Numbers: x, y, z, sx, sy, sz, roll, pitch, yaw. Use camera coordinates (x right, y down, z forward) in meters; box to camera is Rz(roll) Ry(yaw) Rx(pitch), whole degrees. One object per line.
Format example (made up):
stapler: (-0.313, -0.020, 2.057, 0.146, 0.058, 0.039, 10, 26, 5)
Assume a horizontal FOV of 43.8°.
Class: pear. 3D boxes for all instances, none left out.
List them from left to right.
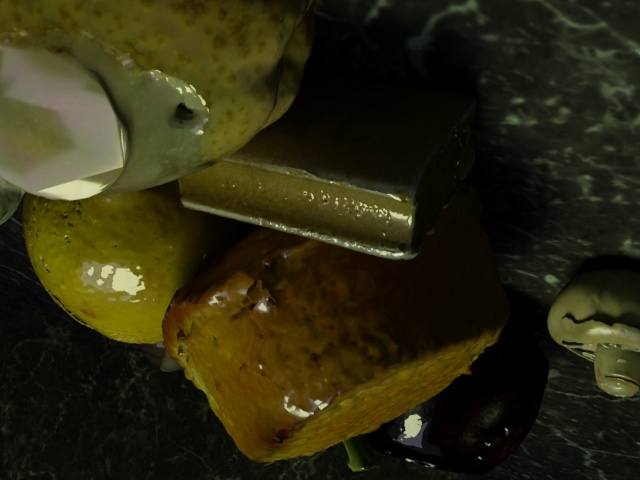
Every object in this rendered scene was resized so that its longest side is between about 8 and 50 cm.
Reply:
pear: (-0.131, -0.155, 0.523, 0.271, 0.271, 0.271, 21, 161, 8)

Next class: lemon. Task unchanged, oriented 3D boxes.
lemon: (-0.200, -0.017, 0.901, 0.257, 0.258, 0.310, 20, 164, 10)

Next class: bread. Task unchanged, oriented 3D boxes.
bread: (0.020, 0.089, 0.803, 0.336, 0.204, 0.358, -15, 161, -18)

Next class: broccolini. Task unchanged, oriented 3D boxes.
broccolini: (-0.044, 0.127, 1.036, 0.078, 0.392, 0.074, -5, 149, -41)

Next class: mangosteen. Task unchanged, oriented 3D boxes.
mangosteen: (0.148, 0.180, 1.062, 0.287, 0.233, 0.287, 11, 179, 0)

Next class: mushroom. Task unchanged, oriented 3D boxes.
mushroom: (0.311, 0.098, 0.827, 0.154, 0.123, 0.154, 14, 161, 5)

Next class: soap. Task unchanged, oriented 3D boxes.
soap: (-0.016, -0.078, 0.663, 0.257, 0.160, 0.080, 14, 130, 22)

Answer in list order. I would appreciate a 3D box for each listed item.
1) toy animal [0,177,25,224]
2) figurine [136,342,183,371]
toy animal: (-0.564, -0.104, 1.223, 0.271, 0.206, 0.265, -4, 166, 15)
figurine: (-0.303, 0.083, 1.410, 0.380, 0.203, 0.248, 36, 153, -1)
